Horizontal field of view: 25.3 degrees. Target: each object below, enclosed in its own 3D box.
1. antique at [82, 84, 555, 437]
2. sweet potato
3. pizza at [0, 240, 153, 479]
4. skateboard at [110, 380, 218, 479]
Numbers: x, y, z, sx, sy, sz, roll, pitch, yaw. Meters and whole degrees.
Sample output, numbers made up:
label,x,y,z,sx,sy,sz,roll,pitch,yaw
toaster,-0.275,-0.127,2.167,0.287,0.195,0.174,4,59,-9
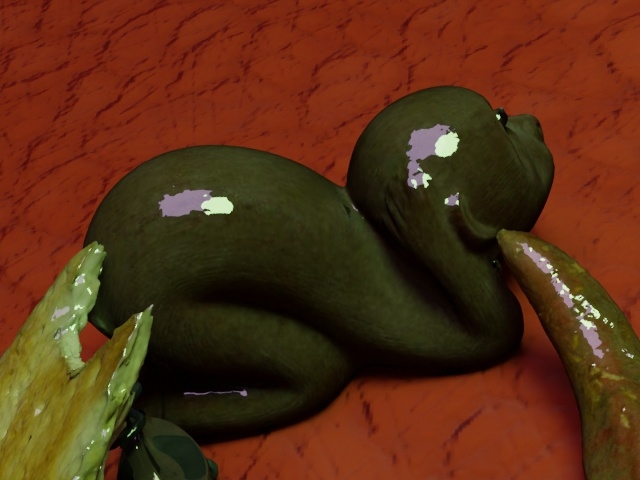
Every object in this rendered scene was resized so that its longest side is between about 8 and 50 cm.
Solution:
label,x,y,z,sx,sy,sz,roll,pitch,yaw
antique,0.000,0.000,0.742,0.257,0.143,0.121,-15,36,3
sweet potato,0.138,0.096,0.620,0.058,0.078,0.255,-49,36,32
pizza,-0.146,0.124,0.660,0.181,0.034,0.262,11,76,54
skateboard,-0.076,0.127,0.668,0.067,0.080,0.151,-26,37,-1
